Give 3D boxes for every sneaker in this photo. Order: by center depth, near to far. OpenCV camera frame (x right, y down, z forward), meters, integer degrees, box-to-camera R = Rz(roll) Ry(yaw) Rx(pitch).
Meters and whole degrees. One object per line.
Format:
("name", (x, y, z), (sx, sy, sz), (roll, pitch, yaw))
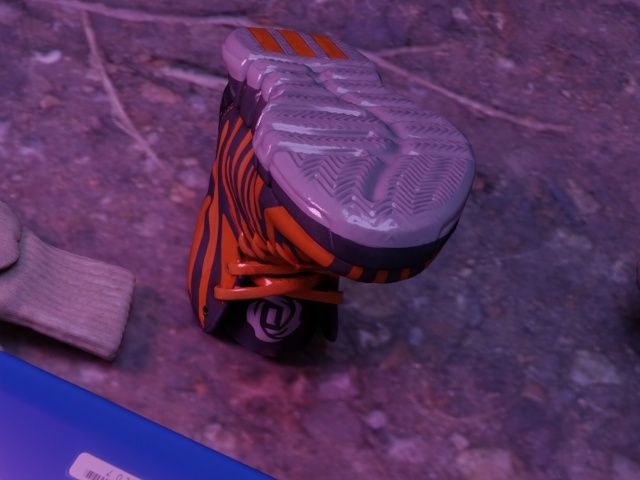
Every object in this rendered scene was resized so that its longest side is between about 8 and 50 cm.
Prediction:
("sneaker", (0.000, 0.000, 1.149), (0.124, 0.180, 0.321), (7, 19, -12))

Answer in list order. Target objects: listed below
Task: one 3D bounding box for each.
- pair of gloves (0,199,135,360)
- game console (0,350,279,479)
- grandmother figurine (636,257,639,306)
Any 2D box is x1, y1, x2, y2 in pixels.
("pair of gloves", (-0.219, 0.045, 1.121), (0.204, 0.042, 0.240), (27, 38, -5))
("game console", (-0.101, 0.221, 0.835), (0.293, 0.173, 0.250), (22, 65, 27))
("grandmother figurine", (0.347, 0.099, 1.235), (0.342, 0.104, 0.208), (37, 39, 16))
